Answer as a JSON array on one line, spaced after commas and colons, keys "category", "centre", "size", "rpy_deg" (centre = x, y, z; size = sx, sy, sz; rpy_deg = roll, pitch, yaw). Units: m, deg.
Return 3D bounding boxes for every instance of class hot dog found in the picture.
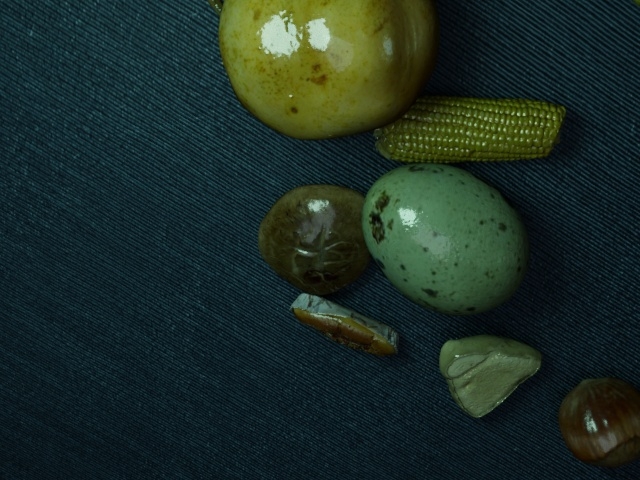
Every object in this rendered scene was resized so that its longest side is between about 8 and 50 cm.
[{"category": "hot dog", "centre": [0.057, 0.197, 1.737], "size": [0.267, 0.144, 0.075], "rpy_deg": [24, 77, 1]}]

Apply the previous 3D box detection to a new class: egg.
[{"category": "egg", "centre": [0.250, -0.003, 1.532], "size": [0.379, 0.288, 0.288], "rpy_deg": [23, 115, -19]}]

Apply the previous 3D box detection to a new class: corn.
[{"category": "corn", "centre": [0.297, -0.222, 1.520], "size": [0.387, 0.144, 0.144], "rpy_deg": [2, 114, 7]}]

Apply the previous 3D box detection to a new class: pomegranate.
[{"category": "pomegranate", "centre": [0.004, -0.377, 1.354], "size": [0.416, 0.417, 0.417], "rpy_deg": [2, 114, 5]}]

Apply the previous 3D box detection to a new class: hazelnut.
[{"category": "hazelnut", "centre": [0.654, 0.417, 1.745], "size": [0.214, 0.176, 0.214], "rpy_deg": [2, 78, -8]}]

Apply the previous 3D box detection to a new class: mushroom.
[{"category": "mushroom", "centre": [0.000, 0.000, 1.647], "size": [0.278, 0.146, 0.278], "rpy_deg": [2, 121, 3]}]

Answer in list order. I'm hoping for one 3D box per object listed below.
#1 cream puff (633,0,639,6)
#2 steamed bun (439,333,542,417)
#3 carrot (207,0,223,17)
[{"category": "cream puff", "centre": [0.667, -0.528, 1.261], "size": [0.257, 0.291, 0.325], "rpy_deg": [5, 127, -6]}, {"category": "steamed bun", "centre": [0.368, 0.281, 1.747], "size": [0.212, 0.110, 0.231], "rpy_deg": [36, 110, -28]}, {"category": "carrot", "centre": [-0.250, -0.534, 1.503], "size": [0.049, 0.049, 0.254], "rpy_deg": [-30, 111, 17]}]
